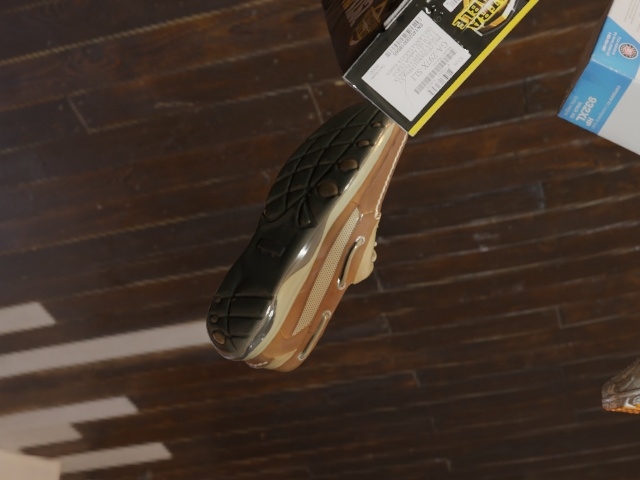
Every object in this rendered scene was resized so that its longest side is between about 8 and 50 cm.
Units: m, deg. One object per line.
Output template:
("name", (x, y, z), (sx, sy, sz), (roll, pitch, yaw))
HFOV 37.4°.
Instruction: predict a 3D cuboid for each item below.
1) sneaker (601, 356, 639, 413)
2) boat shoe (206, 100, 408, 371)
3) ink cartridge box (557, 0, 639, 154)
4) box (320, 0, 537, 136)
("sneaker", (0.437, 0.140, 1.147), (0.099, 0.121, 0.262), (9, 156, -21))
("boat shoe", (0.000, 0.000, 1.050), (0.120, 0.122, 0.324), (35, 86, -38))
("ink cartridge box", (0.549, -0.228, 1.447), (0.307, 0.223, 0.129), (27, 139, 6))
("box", (0.116, -0.249, 0.793), (0.079, 0.322, 0.257), (36, 107, -17))
